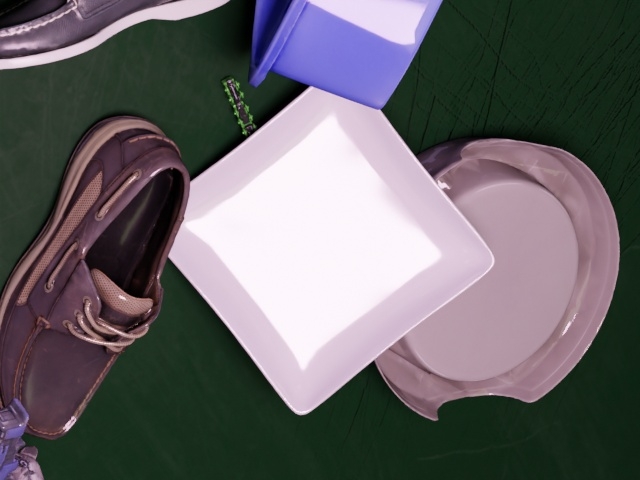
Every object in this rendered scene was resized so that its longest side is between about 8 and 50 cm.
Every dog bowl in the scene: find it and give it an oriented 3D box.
[{"bbox_3d":[0.181,0.037,2.200,0.349,0.102,0.348,-11,114,-27],"label":"dog bowl"}]

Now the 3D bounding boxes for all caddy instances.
[{"bbox_3d":[0.037,-0.293,1.890,0.179,0.241,0.341,26,95,-8],"label":"caddy"}]

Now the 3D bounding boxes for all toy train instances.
[{"bbox_3d":[-0.085,-0.138,2.015,0.017,0.024,0.083,-27,121,-9],"label":"toy train"}]

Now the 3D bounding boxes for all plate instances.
[{"bbox_3d":[0.000,0.000,2.034,0.277,0.045,0.278,-38,96,2],"label":"plate"}]

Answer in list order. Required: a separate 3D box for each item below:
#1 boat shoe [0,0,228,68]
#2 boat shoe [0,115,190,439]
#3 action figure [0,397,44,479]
[{"bbox_3d":[-0.222,-0.247,1.842,0.302,0.114,0.091,-27,121,-35],"label":"boat shoe"},{"bbox_3d":[-0.236,0.048,1.933,0.132,0.130,0.355,13,102,-34],"label":"boat shoe"},{"bbox_3d":[-0.416,0.236,1.880,0.330,0.178,0.341,3,132,-37],"label":"action figure"}]
